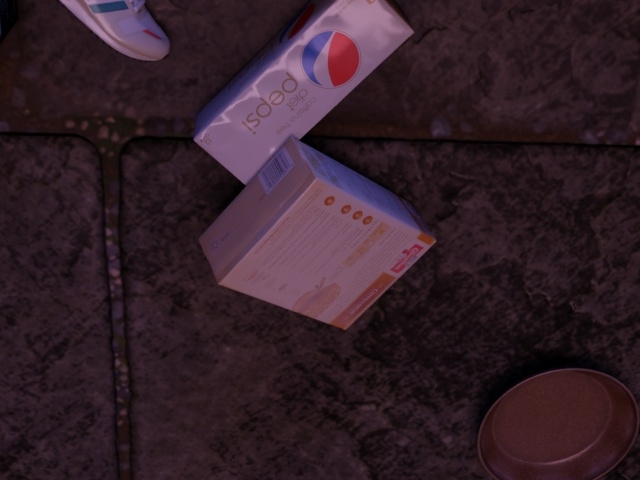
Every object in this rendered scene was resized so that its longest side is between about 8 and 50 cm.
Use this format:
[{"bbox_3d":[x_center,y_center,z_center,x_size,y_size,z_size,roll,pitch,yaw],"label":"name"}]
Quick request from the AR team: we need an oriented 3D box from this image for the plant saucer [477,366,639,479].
[{"bbox_3d":[0.286,0.226,1.101,0.199,0.036,0.198,-2,120,-4],"label":"plant saucer"}]

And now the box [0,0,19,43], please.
[{"bbox_3d":[-0.342,-0.171,0.671,0.169,0.290,0.087,3,119,-8],"label":"box"}]

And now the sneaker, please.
[{"bbox_3d":[-0.185,-0.227,0.787,0.161,0.057,0.075,40,115,-20],"label":"sneaker"}]

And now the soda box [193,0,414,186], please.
[{"bbox_3d":[-0.019,-0.154,0.838,0.216,0.069,0.074,-42,115,17],"label":"soda box"}]

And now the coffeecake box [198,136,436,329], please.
[{"bbox_3d":[0.000,0.000,0.891,0.186,0.068,0.142,25,117,-43],"label":"coffeecake box"}]
